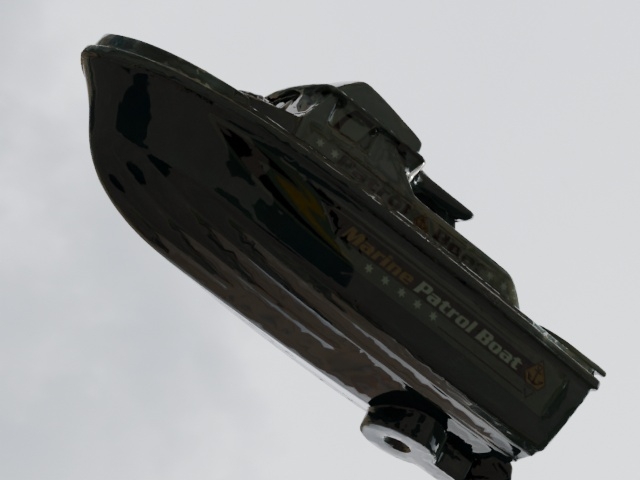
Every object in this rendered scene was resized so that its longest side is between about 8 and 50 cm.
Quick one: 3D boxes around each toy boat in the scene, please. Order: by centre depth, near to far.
[{"bbox_3d":[0.003,-0.002,0.898,0.296,0.114,0.122,40,-116,-20],"label":"toy boat"}]
